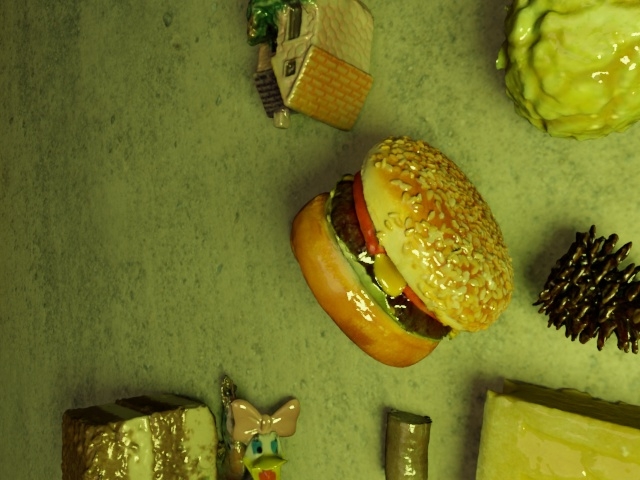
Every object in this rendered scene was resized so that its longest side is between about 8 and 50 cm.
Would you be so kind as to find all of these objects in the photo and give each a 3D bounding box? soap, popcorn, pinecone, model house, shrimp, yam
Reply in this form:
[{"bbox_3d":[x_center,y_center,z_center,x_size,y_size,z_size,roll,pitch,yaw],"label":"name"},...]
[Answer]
[{"bbox_3d":[0.363,0.382,0.762,0.293,0.156,0.335,9,92,33],"label":"soap"},{"bbox_3d":[0.373,-0.268,0.752,0.247,0.282,0.282,26,101,24],"label":"popcorn"},{"bbox_3d":[0.397,0.079,0.767,0.165,0.163,0.163,36,108,14],"label":"pinecone"},{"bbox_3d":[-0.041,-0.348,1.106,0.237,0.202,0.238,0,85,37],"label":"model house"},{"bbox_3d":[-0.220,0.430,1.260,0.143,0.052,0.251,-3,84,42],"label":"shrimp"},{"bbox_3d":[0.151,0.367,0.968,0.084,0.084,0.127,1,83,37],"label":"yam"}]

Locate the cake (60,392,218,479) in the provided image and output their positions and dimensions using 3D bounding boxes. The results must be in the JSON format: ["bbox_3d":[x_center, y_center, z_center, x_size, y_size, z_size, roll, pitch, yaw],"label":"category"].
[{"bbox_3d":[-0.403,0.490,1.227,0.282,0.290,0.256,-8,81,51],"label":"cake"}]

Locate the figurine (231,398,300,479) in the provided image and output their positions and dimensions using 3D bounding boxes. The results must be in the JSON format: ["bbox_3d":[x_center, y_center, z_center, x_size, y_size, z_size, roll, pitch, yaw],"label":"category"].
[{"bbox_3d":[-0.122,0.536,1.122,0.193,0.154,0.421,-142,58,-70],"label":"figurine"}]

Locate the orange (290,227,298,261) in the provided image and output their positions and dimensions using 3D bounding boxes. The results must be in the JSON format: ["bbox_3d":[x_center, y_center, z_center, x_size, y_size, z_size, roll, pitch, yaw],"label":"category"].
[{"bbox_3d":[0.000,-0.002,1.095,0.135,0.117,0.136,-6,79,30],"label":"orange"}]

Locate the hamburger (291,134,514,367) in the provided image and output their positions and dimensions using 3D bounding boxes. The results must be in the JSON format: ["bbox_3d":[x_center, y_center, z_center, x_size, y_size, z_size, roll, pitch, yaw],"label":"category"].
[{"bbox_3d":[0.139,0.012,0.862,0.250,0.330,0.330,-41,63,25],"label":"hamburger"}]
